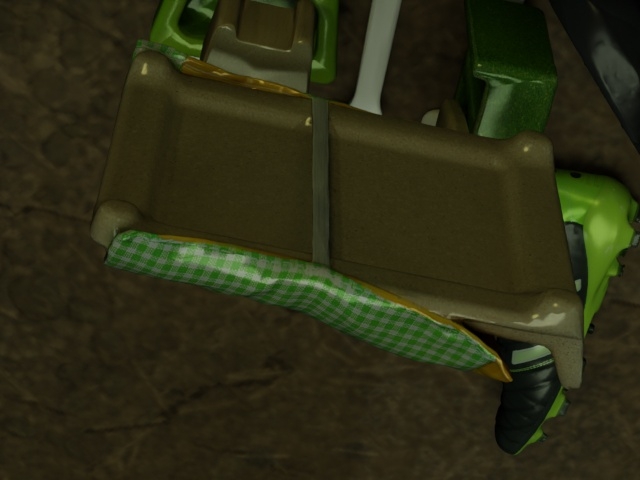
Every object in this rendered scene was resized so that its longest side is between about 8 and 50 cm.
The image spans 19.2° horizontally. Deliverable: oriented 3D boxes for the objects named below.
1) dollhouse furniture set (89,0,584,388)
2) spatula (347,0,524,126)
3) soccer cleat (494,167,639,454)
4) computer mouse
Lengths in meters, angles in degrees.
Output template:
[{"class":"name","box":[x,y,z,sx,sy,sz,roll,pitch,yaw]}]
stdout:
[{"class":"dollhouse furniture set","box":[0.000,0.000,0.847,0.198,0.301,0.151,12,120,-5]},{"class":"spatula","box":[0.034,-0.105,0.969,0.168,0.019,0.242,12,122,-1]},{"class":"soccer cleat","box":[0.119,0.038,1.042,0.072,0.060,0.179,19,119,3]},{"class":"computer mouse","box":[0.187,-0.044,0.968,0.041,0.071,0.242,-30,120,10]}]
